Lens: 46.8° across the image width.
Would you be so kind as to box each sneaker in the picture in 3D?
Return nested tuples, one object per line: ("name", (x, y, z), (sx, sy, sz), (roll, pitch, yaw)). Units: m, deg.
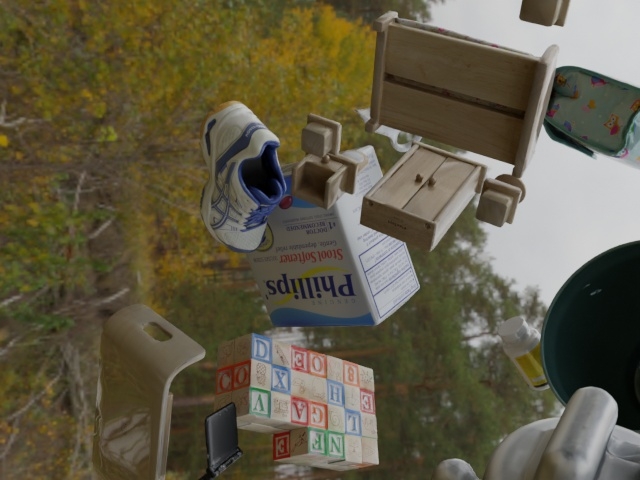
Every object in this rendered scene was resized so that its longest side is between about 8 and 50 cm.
("sneaker", (-0.118, -0.070, 1.173), (0.131, 0.112, 0.296), (39, -31, 32))

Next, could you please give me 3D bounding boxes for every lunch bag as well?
("lunch bag", (0.564, -0.243, 1.471), (0.262, 0.224, 0.160), (36, -71, 46))

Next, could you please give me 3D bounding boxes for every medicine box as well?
("medicine box", (0.000, 0.000, 1.353), (0.264, 0.149, 0.289), (-8, -73, 43))

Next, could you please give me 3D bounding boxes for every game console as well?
("game console", (-0.157, 0.289, 1.012), (0.071, 0.107, 0.122), (53, 8, 9))

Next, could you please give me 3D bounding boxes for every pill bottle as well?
("pill bottle", (0.340, 0.183, 1.208), (0.116, 0.065, 0.065), (53, 3, -16))

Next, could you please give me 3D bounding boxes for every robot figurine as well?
("robot figurine", (0.228, 0.304, 0.659), (0.200, 0.300, 0.353), (-33, 138, -46))

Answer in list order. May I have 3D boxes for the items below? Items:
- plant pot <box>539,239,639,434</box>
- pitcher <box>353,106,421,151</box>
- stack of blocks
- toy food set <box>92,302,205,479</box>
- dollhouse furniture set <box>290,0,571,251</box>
("plant pot", (0.503, 0.171, 1.083), (0.196, 0.293, 0.293), (36, 28, -35))
("pitcher", (0.195, -0.280, 1.482), (0.178, 0.207, 0.125), (31, 20, -51))
("stack of blocks", (-0.034, 0.276, 1.224), (0.087, 0.297, 0.171), (-23, -124, 37))
("toy food set", (-0.247, 0.270, 1.092), (0.220, 0.093, 0.305), (22, -70, 49))
("dollhouse furniture set", (0.134, -0.190, 0.906), (0.174, 0.303, 0.355), (-46, 149, -44))
